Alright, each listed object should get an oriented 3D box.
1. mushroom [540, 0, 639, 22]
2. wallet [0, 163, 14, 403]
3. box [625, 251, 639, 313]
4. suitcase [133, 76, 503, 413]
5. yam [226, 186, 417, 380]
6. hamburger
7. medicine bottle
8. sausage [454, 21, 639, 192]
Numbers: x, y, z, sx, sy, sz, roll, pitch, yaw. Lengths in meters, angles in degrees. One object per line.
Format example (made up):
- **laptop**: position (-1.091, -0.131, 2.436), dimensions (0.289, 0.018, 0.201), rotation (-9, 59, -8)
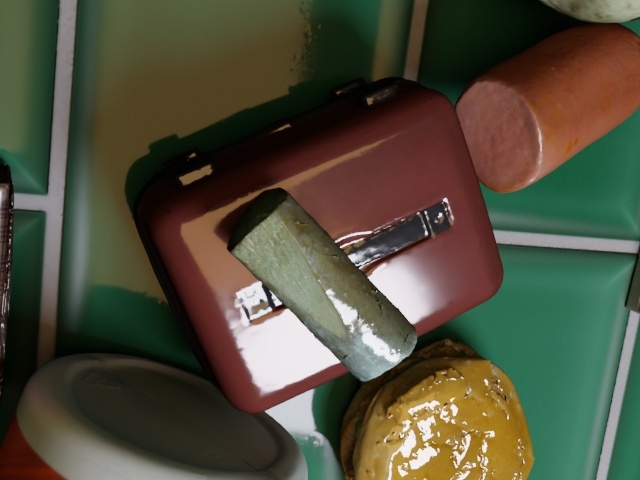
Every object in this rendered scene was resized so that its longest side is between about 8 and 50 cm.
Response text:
- **mushroom**: position (0.222, -0.326, 0.707), dimensions (0.164, 0.189, 0.267), rotation (-10, 104, -11)
- **wallet**: position (-0.284, 0.054, 0.669), dimensions (0.042, 0.124, 0.230), rotation (2, 102, -23)
- **box**: position (0.474, 0.034, 0.935), dimensions (0.201, 0.058, 0.141), rotation (6, 100, -18)
- **suitcase**: position (0.000, 0.000, 0.727), dimensions (0.297, 0.161, 0.236), rotation (-25, 109, -12)
- **yam**: position (0.004, 0.038, 0.612), dimensions (0.068, 0.068, 0.169), rotation (-45, 112, -3)
- **hamburger**: position (0.122, 0.217, 0.847), dimensions (0.213, 0.108, 0.214), rotation (-4, 101, -21)
- **medicine bottle**: position (-0.165, 0.252, 0.682), dimensions (0.252, 0.252, 0.241), rotation (21, 95, -20)
- **sausage**: position (0.238, -0.143, 0.765), dimensions (0.259, 0.113, 0.114), rotation (-32, 112, -37)
